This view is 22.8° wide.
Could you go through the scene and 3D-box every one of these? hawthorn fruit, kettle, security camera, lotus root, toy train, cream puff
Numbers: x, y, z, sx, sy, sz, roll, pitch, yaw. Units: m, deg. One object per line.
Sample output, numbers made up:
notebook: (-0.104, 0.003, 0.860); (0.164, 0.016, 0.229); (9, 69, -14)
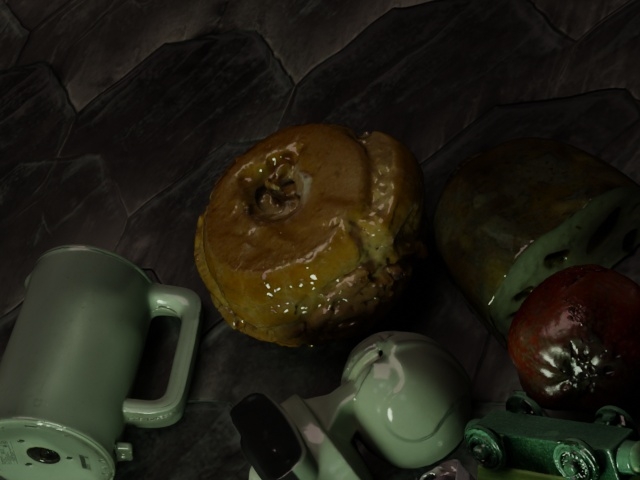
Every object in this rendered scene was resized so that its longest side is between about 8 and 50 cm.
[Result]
hawthorn fruit: (0.311, 0.101, 1.886); (0.181, 0.181, 0.235); (-26, 24, 16)
kettle: (-0.338, 0.180, 2.288); (0.265, 0.205, 0.318); (-16, 43, 29)
security camera: (0.057, 0.228, 1.953); (0.277, 0.191, 0.197); (-39, 35, -2)
lotus root: (0.261, -0.043, 2.073); (0.267, 0.149, 0.260); (-38, 41, -2)
toy train: (0.273, 0.264, 1.780); (0.105, 0.157, 0.253); (-33, 21, -37)
cream puff: (0.000, 0.000, 2.163); (0.343, 0.231, 0.327); (-29, 43, 8)

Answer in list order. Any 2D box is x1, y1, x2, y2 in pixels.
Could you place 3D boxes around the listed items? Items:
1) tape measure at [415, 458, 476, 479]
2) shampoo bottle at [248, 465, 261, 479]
tape measure: (0.172, 0.371, 1.763); (0.197, 0.120, 0.236); (11, 86, 32)
shampoo bottle: (-0.061, 0.308, 2.077); (0.152, 0.045, 0.077); (-44, 42, -7)
